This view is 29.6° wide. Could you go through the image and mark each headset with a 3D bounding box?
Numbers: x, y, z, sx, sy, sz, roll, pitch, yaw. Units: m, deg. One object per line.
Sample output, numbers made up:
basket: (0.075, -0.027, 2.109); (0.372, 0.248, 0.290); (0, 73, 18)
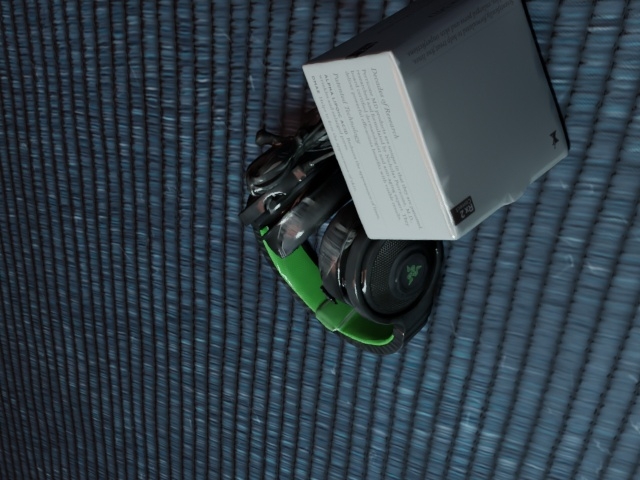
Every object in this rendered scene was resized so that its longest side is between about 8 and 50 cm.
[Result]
headset: (0.000, 0.000, 1.323); (0.243, 0.185, 0.394); (37, 153, 24)

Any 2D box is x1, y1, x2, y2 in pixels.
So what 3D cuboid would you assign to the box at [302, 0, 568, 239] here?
box: (0.109, -0.118, 1.098); (0.119, 0.181, 0.182); (1, 119, 49)
